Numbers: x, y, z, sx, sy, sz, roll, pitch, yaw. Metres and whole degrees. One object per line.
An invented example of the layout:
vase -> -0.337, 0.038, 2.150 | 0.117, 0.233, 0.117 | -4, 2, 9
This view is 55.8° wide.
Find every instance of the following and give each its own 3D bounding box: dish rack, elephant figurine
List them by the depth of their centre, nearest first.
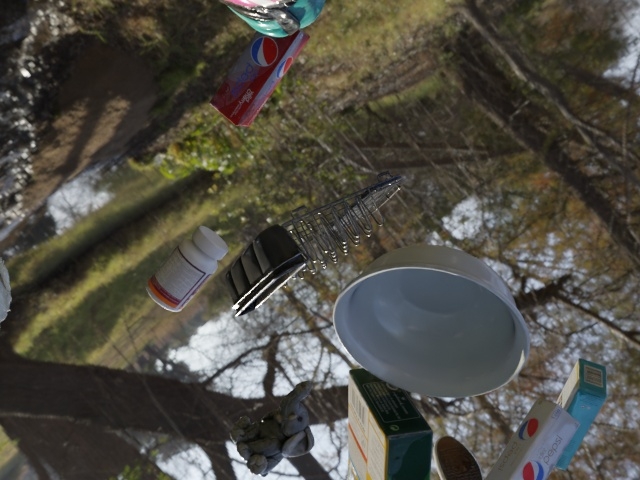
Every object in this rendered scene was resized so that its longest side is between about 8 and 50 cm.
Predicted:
dish rack -> 0.000, 0.000, 0.862 | 0.271, 0.074, 0.208 | -25, 172, -32
elephant figurine -> -0.092, 0.482, 1.538 | 0.239, 0.169, 0.186 | -31, 174, -8

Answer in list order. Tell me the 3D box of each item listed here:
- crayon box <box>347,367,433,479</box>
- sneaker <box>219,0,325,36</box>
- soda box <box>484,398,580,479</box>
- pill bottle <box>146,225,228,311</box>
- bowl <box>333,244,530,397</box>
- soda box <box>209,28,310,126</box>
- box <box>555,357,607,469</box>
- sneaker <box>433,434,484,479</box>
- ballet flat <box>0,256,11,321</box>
crayon box -> 0.112, 0.411, 1.056 | 0.083, 0.323, 0.203 | -4, -160, -14
sneaker -> -0.031, -0.290, 0.649 | 0.178, 0.295, 0.124 | 5, 104, -55
soda box -> 0.418, 0.425, 1.203 | 0.216, 0.069, 0.074 | -50, -174, -14
pill bottle -> -0.354, 0.074, 1.619 | 0.221, 0.121, 0.121 | -48, -174, 8
bowl -> 0.180, 0.107, 0.962 | 0.298, 0.298, 0.134 | -34, -159, 40
soda box -> -0.141, -0.396, 1.410 | 0.263, 0.092, 0.083 | -52, 174, 17
box -> 0.558, 0.387, 1.341 | 0.100, 0.060, 0.244 | -54, 157, -54
sneaker -> 0.363, 0.638, 1.528 | 0.106, 0.290, 0.123 | -23, 162, -22
ballet flat -> -0.530, 0.059, 0.748 | 0.408, 0.147, 0.147 | 8, -155, 15
